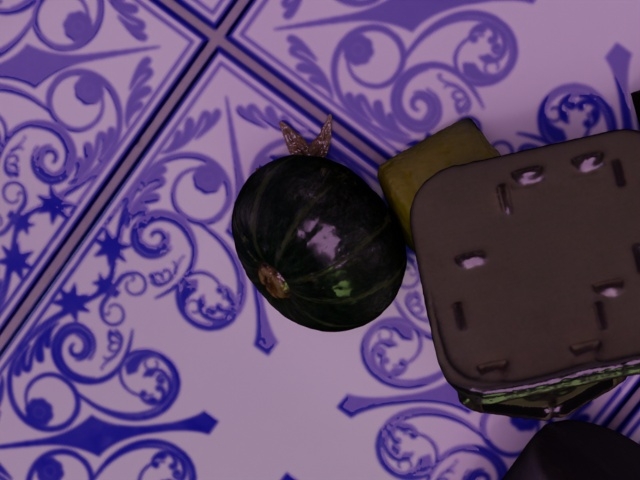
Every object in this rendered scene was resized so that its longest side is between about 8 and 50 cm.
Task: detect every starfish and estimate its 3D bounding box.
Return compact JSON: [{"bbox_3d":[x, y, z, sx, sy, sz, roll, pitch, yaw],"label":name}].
[{"bbox_3d":[-0.009,-0.071,1.653,0.086,0.016,0.092,-42,86,14],"label":"starfish"}]

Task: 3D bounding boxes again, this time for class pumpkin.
[{"bbox_3d":[-0.002,0.002,1.594,0.125,0.167,0.167,-34,94,-14],"label":"pumpkin"}]

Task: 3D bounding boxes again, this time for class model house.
[{"bbox_3d":[0.211,0.059,1.535,0.218,0.278,0.205,-12,68,8],"label":"model house"}]

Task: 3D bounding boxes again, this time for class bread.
[{"bbox_3d":[0.118,-0.033,1.600,0.114,0.111,0.129,-36,97,4],"label":"bread"}]

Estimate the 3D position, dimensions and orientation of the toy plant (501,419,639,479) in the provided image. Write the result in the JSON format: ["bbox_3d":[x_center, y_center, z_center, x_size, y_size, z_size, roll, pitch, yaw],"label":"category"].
[{"bbox_3d":[0.160,0.349,1.618,0.279,0.185,0.400,20,119,-9],"label":"toy plant"}]

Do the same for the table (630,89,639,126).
[{"bbox_3d":[0.365,-0.048,1.512,0.172,0.169,0.193,-16,97,-2],"label":"table"}]
